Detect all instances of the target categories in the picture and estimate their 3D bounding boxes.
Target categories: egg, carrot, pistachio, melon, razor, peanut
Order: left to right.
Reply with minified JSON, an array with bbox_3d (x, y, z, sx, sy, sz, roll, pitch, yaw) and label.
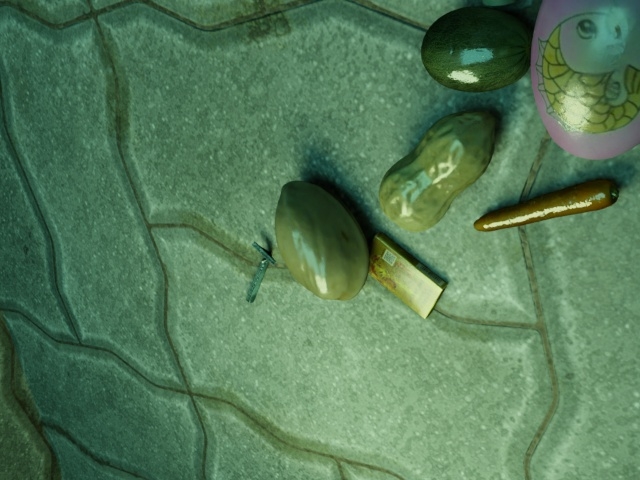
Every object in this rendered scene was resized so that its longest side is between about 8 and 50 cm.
[{"bbox_3d":[-0.129,0.075,1.624,0.066,0.033,0.190,41,141,16],"label":"razor"},{"bbox_3d":[0.000,0.000,1.379,0.153,0.137,0.238,-34,81,14],"label":"pistachio"},{"bbox_3d":[0.173,-0.101,1.167,0.123,0.123,0.257,49,139,8],"label":"peanut"},{"bbox_3d":[0.208,-0.259,1.042,0.167,0.114,0.114,13,123,35],"label":"melon"},{"bbox_3d":[0.323,-0.046,1.123,0.247,0.043,0.043,-17,103,48],"label":"carrot"},{"bbox_3d":[0.346,-0.221,0.887,0.196,0.196,0.271,19,141,34],"label":"egg"}]

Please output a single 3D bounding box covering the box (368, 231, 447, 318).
[{"bbox_3d":[0.147,0.062,1.363,0.156,0.022,0.089,38,133,19],"label":"box"}]

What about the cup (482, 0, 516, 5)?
[{"bbox_3d":[0.227,-0.358,1.010,0.074,0.054,0.083,12,124,36],"label":"cup"}]
